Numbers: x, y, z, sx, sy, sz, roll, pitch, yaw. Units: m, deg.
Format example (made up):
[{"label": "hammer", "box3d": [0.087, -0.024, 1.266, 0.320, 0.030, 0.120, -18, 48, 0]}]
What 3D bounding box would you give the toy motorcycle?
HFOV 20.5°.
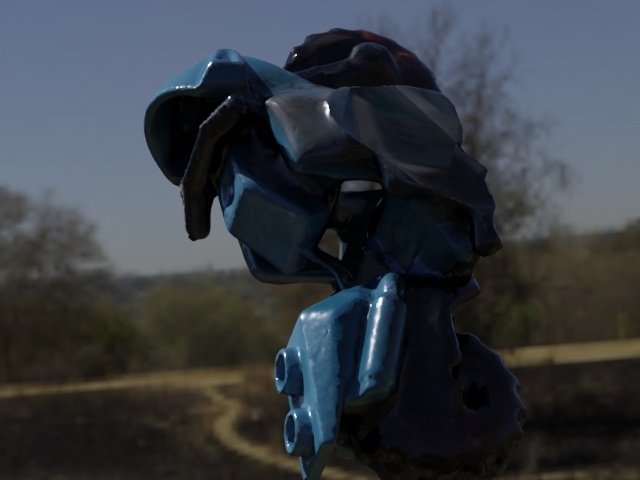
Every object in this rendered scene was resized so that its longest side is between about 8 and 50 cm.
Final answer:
[{"label": "toy motorcycle", "box3d": [0.000, 0.000, 1.239, 0.232, 0.416, 0.172, 3, -39, -17]}]
